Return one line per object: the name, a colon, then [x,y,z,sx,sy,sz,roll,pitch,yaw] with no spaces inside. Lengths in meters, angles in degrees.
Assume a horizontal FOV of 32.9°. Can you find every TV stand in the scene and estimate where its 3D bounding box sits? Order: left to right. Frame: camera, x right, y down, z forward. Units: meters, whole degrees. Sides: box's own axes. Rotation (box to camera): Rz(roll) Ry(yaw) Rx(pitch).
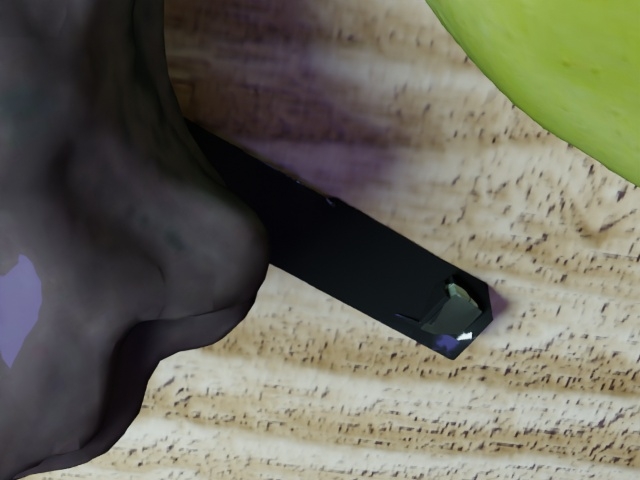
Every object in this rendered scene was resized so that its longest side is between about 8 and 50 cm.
TV stand: [0.000,0.000,0.723,0.256,0.040,0.049,29,121,-19]

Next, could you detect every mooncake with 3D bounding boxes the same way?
mooncake: [-0.193,-0.065,0.473,0.351,0.212,0.381,-28,118,-20]

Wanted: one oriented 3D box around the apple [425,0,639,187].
apple: [0.177,-0.188,0.407,0.357,0.357,0.357,1,126,1]
